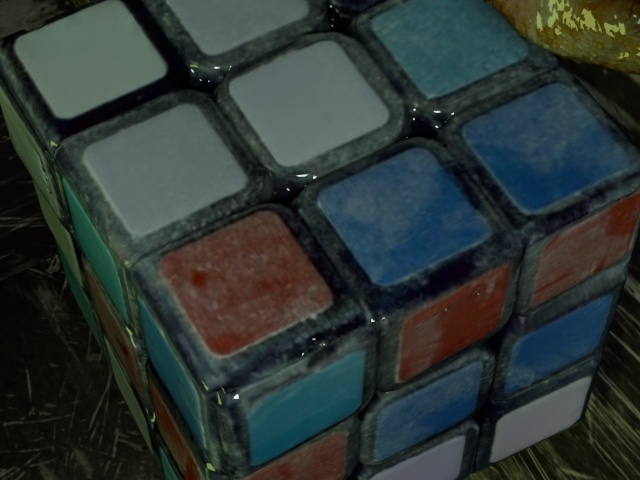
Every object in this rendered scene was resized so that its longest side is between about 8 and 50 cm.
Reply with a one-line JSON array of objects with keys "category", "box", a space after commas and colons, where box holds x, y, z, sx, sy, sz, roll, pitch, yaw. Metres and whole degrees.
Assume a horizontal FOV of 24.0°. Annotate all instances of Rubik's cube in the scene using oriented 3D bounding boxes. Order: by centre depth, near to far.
[{"category": "Rubik's cube", "box": [0.000, 0.000, 1.147, 0.363, 0.362, 0.359, 55, 160, 27]}]

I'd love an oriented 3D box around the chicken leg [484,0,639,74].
[{"category": "chicken leg", "box": [0.154, -0.192, 0.855, 0.177, 0.083, 0.322, -33, 80, 60]}]
